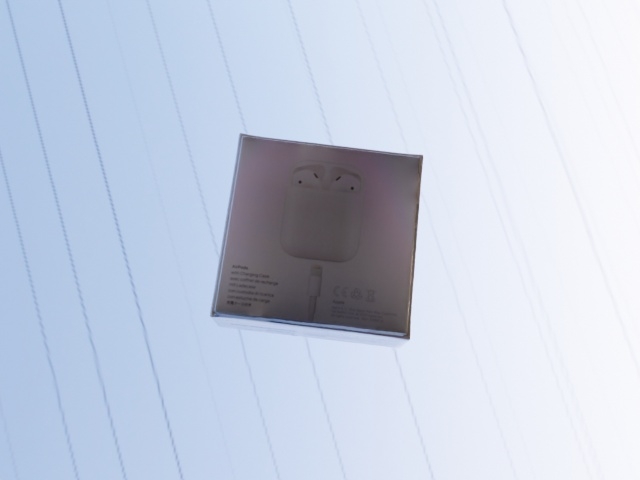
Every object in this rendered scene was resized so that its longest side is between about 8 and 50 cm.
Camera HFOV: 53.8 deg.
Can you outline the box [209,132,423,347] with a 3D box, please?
[{"bbox_3d":[0.000,0.000,0.436,0.130,0.051,0.129,7,-107,-1],"label":"box"}]
